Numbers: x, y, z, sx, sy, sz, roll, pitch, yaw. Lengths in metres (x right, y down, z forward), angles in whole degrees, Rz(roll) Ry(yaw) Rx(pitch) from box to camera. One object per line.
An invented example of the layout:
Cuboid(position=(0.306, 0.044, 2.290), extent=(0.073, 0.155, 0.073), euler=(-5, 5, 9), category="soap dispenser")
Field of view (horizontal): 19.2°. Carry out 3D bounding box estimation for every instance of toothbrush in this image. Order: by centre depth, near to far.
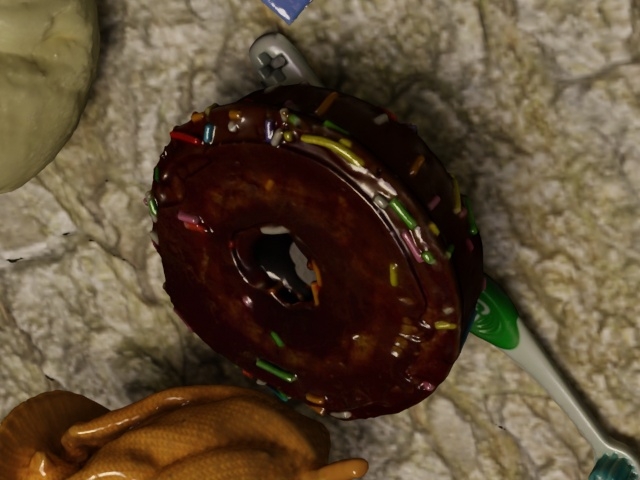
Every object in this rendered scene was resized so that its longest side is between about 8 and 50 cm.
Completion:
Cuboid(position=(0.094, 0.030, 1.228), extent=(0.042, 0.040, 0.418), euler=(-32, 99, 39), category="toothbrush")

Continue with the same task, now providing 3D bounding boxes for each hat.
Cuboid(position=(-0.058, 0.187, 1.234), extent=(0.233, 0.244, 0.233), euler=(-25, 150, 35), category="hat")

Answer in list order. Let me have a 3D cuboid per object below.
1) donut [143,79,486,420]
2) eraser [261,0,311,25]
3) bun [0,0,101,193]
Cuboid(position=(0.000, 0.000, 1.182), extent=(0.235, 0.089, 0.235), euler=(22, 135, 24), category="donut")
Cuboid(position=(-0.029, -0.183, 1.155), extent=(0.084, 0.027, 0.063), euler=(41, 121, -5), category="eraser")
Cuboid(position=(-0.279, -0.116, 1.198), extent=(0.259, 0.160, 0.259), euler=(8, 122, 13), category="bun")
